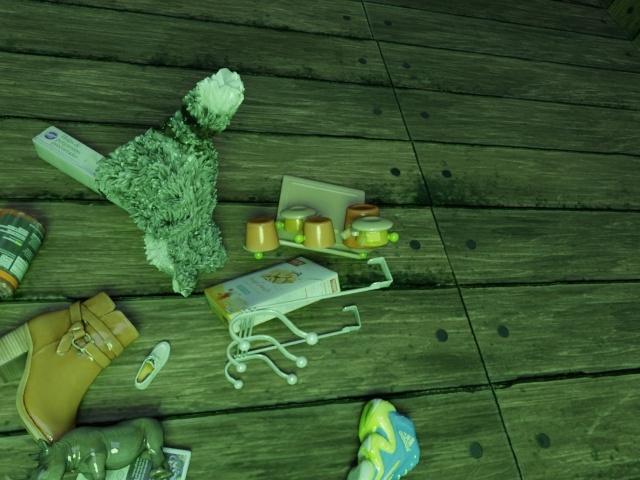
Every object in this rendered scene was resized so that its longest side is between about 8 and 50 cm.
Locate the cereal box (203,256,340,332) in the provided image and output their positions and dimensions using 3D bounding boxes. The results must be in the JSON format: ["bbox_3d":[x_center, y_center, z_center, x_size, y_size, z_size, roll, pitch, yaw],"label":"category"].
[{"bbox_3d":[-0.103,0.104,0.967,0.240,0.047,0.173,-19,19,-25],"label":"cereal box"}]

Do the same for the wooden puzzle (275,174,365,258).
[{"bbox_3d":[0.001,-0.059,1.172,0.221,0.044,0.238,11,51,-8],"label":"wooden puzzle"}]

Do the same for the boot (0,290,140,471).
[{"bbox_3d":[-0.426,0.237,0.833,0.220,0.109,0.283,-29,62,-33],"label":"boot"}]

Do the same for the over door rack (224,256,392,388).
[{"bbox_3d":[-0.017,0.175,0.886,0.324,0.239,0.108,-19,63,-25],"label":"over door rack"}]

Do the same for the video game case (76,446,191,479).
[{"bbox_3d":[-0.323,0.438,0.764,0.173,0.022,0.190,12,54,-7],"label":"video game case"}]

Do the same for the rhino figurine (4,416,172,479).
[{"bbox_3d":[-0.349,0.338,0.719,0.243,0.073,0.106,9,46,-45],"label":"rhino figurine"}]

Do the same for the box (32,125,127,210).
[{"bbox_3d":[-0.511,-0.153,1.076,0.324,0.067,0.063,30,54,7],"label":"box"}]

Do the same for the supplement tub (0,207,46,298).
[{"bbox_3d":[-0.624,0.040,0.893,0.106,0.106,0.197,13,55,-7],"label":"supplement tub"}]

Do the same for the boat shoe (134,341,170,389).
[{"bbox_3d":[-0.322,0.236,0.889,0.035,0.035,0.100,28,55,4],"label":"boat shoe"}]

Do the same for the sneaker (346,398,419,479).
[{"bbox_3d":[0.124,0.422,0.855,0.126,0.091,0.240,23,57,-6],"label":"sneaker"}]

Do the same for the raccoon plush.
[{"bbox_3d":[-0.241,-0.068,0.871,0.216,0.446,0.299,-37,100,-34],"label":"raccoon plush"}]

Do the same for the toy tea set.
[{"bbox_3d":[0.000,0.000,1.030,0.336,0.124,0.200,-1,18,6],"label":"toy tea set"}]
